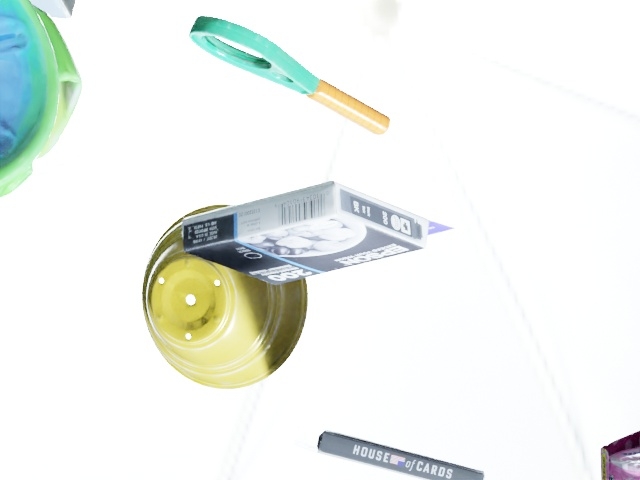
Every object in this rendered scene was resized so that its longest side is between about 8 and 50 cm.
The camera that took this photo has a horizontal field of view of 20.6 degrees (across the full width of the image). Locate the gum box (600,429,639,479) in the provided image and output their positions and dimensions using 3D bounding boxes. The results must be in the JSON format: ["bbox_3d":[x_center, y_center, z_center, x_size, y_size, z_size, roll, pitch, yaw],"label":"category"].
[{"bbox_3d":[0.282,0.190,1.319,0.062,0.107,0.188,3,-168,43],"label":"gum box"}]

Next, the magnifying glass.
[{"bbox_3d":[-0.028,-0.162,1.741,0.231,0.026,0.092,25,170,-27],"label":"magnifying glass"}]

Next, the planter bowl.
[{"bbox_3d":[-0.130,0.066,2.008,0.217,0.217,0.090,-4,179,24],"label":"planter bowl"}]

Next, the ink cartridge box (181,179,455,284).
[{"bbox_3d":[0.000,0.000,1.823,0.206,0.045,0.208,-14,159,37],"label":"ink cartridge box"}]

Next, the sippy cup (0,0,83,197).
[{"bbox_3d":[-0.326,-0.073,1.177,0.305,0.240,0.224,25,138,-22],"label":"sippy cup"}]

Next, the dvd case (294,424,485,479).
[{"bbox_3d":[0.070,0.238,1.935,0.179,0.029,0.239,15,175,-5],"label":"dvd case"}]

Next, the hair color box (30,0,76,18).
[{"bbox_3d":[-0.238,-0.396,1.471,0.113,0.374,0.185,7,159,10],"label":"hair color box"}]
